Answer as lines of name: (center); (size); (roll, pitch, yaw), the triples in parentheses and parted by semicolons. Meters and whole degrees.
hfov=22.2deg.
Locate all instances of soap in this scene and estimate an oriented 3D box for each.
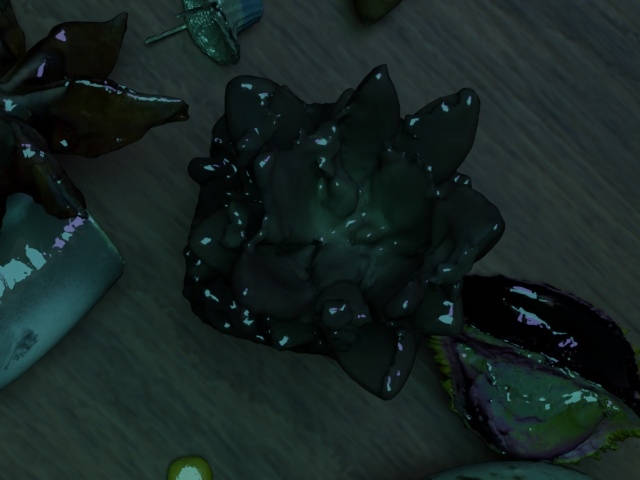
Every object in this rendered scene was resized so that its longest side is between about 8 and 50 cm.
soap: (-0.093, 0.200, 1.169); (0.034, 0.012, 0.089); (-2, 86, -6)

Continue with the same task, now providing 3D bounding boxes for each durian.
durian: (0.148, 0.099, 1.176); (0.187, 0.119, 0.108); (26, 122, 7)

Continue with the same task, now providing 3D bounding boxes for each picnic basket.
picnic basket: (-0.081, -0.164, 1.171); (0.083, 0.065, 0.083); (-19, 93, -24)

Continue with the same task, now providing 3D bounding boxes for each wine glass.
wine glass: (-0.237, 0.048, 1.114); (0.204, 0.111, 0.111); (-39, 91, -10)

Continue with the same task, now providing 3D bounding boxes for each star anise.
star anise: (-0.225, -0.067, 1.084); (0.288, 0.288, 0.088); (-24, 130, -7)

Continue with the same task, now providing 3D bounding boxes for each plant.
plant: (0.000, 0.000, 1.040); (0.182, 0.320, 0.194); (9, 83, -4)

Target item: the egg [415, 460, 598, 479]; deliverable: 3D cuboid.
egg: (0.109, 0.236, 1.114); (0.231, 0.169, 0.169); (-29, 90, -18)

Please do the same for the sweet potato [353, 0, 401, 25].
sweet potato: (0.085, -0.325, 1.189); (0.114, 0.092, 0.341); (2, 85, 19)
